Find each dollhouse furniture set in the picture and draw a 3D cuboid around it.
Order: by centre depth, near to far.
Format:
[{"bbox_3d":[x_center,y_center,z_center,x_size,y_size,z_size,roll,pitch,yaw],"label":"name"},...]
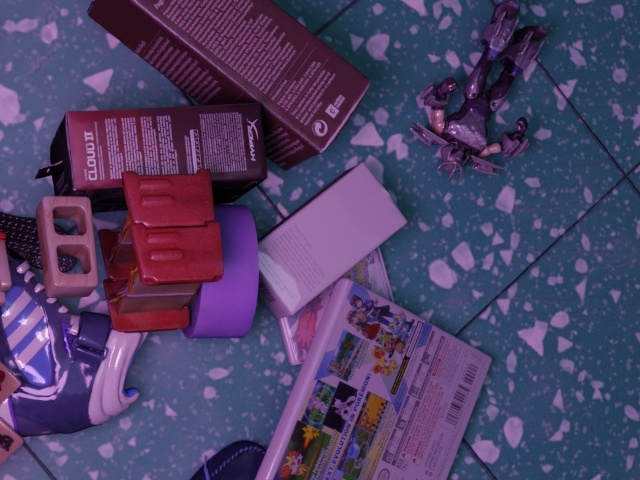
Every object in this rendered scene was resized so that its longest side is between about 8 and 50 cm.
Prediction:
[{"bbox_3d":[-0.324,0.020,1.630,0.374,0.201,0.152,-2,67,-23],"label":"dollhouse furniture set"}]

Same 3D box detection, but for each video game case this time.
[{"bbox_3d":[0.084,0.264,1.899,0.300,0.036,0.329,29,77,-29],"label":"video game case"},{"bbox_3d":[0.014,0.068,1.940,0.183,0.023,0.201,-15,89,-18],"label":"video game case"}]

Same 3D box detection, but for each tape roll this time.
[{"bbox_3d":[-0.147,0.043,1.806,0.080,0.189,0.189,0,85,-17],"label":"tape roll"}]

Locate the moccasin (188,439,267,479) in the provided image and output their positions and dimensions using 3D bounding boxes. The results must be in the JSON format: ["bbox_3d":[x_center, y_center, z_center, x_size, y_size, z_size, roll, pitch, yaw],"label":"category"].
[{"bbox_3d":[-0.166,0.435,1.799,0.137,0.117,0.342,36,74,-11],"label":"moccasin"}]

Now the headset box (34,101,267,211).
[{"bbox_3d":[-0.243,-0.109,1.776,0.293,0.218,0.110,-5,84,-18],"label":"headset box"}]

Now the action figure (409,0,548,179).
[{"bbox_3d":[0.252,-0.223,2.005,0.185,0.099,0.285,28,81,-22],"label":"action figure"}]

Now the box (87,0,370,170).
[{"bbox_3d":[-0.135,-0.275,1.842,0.381,0.191,0.143,37,75,-12],"label":"box"}]

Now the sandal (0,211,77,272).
[{"bbox_3d":[-0.424,-0.004,1.809,0.179,0.040,0.067,20,73,0],"label":"sandal"}]

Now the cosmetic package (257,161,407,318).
[{"bbox_3d":[0.000,0.000,1.889,0.231,0.085,0.117,-37,95,-19],"label":"cosmetic package"}]

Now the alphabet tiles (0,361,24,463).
[{"bbox_3d":[-0.568,0.199,1.685,0.285,0.011,0.342,-43,98,12],"label":"alphabet tiles"}]

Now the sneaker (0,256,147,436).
[{"bbox_3d":[-0.359,0.102,1.762,0.236,0.130,0.323,-11,90,-16],"label":"sneaker"}]
